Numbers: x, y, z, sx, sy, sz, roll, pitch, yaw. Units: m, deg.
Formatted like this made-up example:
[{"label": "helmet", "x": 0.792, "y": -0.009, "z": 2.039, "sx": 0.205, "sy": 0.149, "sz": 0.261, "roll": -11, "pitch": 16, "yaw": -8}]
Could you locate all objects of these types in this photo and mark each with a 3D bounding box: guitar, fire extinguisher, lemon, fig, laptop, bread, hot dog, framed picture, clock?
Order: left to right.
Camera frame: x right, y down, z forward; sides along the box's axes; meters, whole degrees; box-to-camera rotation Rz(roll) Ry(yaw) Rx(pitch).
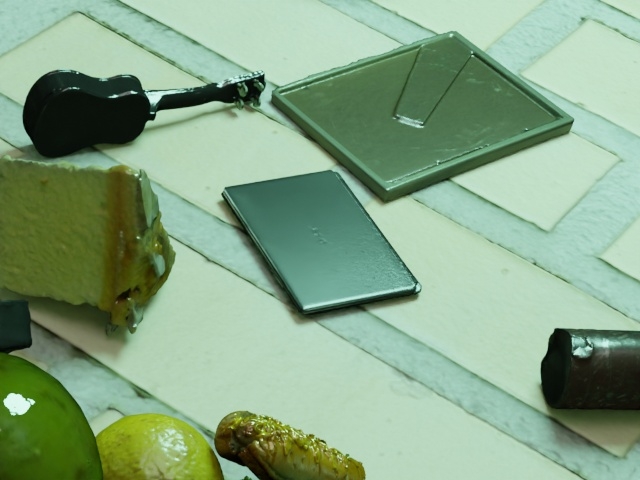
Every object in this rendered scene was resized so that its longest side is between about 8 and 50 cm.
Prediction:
[{"label": "clock", "x": -0.310, "y": 0.080, "z": 1.370, "sx": 0.184, "sy": 0.184, "sz": 0.040, "roll": -9, "pitch": 86, "yaw": -25}, {"label": "fig", "x": -0.234, "y": 0.168, "z": 1.262, "sx": 0.203, "sy": 0.203, "sz": 0.225, "roll": 20, "pitch": 20, "yaw": 9}, {"label": "bread", "x": -0.199, "y": -0.016, "z": 1.531, "sx": 0.147, "sy": 0.152, "sz": 0.127, "roll": 10, "pitch": 37, "yaw": 11}, {"label": "lemon", "x": -0.126, "y": 0.183, "z": 1.334, "sx": 0.109, "sy": 0.109, "sz": 0.133, "roll": -5, "pitch": 45, "yaw": -21}, {"label": "guitar", "x": -0.159, "y": -0.132, "z": 1.744, "sx": 0.271, "sy": 0.084, "sz": 0.038, "roll": -9, "pitch": 47, "yaw": -34}, {"label": "hot dog", "x": -0.023, "y": 0.165, "z": 1.367, "sx": 0.071, "sy": 0.045, "sz": 0.165, "roll": 30, "pitch": -2, "yaw": 33}, {"label": "laptop", "x": 0.000, "y": 0.000, "z": 1.664, "sx": 0.129, "sy": 0.016, "sz": 0.180, "roll": -10, "pitch": 44, "yaw": -26}, {"label": "framed picture", "x": 0.106, "y": -0.135, "z": 1.856, "sx": 0.265, "sy": 0.018, "sz": 0.192, "roll": -21, "pitch": 50, "yaw": -34}, {"label": "fire extinguisher", "x": 0.330, "y": 0.105, "z": 1.572, "sx": 0.267, "sy": 0.089, "sz": 0.072, "roll": 2, "pitch": -4, "yaw": -13}]

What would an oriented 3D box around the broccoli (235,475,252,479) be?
[{"label": "broccoli", "x": -0.025, "y": 0.238, "z": 1.271, "sx": 0.162, "sy": 0.138, "sz": 0.146, "roll": 44, "pitch": 20, "yaw": 14}]
